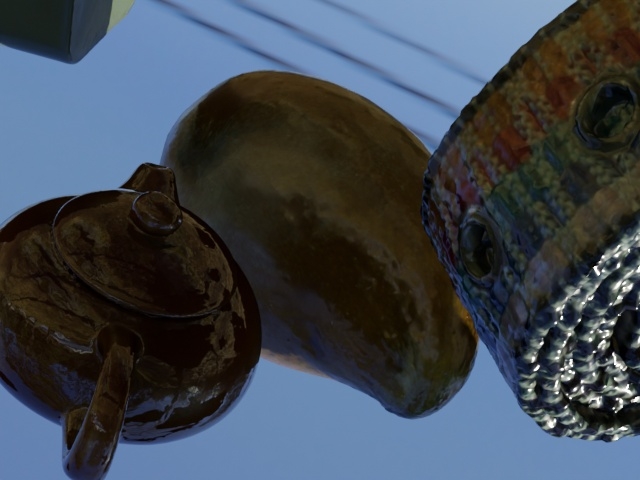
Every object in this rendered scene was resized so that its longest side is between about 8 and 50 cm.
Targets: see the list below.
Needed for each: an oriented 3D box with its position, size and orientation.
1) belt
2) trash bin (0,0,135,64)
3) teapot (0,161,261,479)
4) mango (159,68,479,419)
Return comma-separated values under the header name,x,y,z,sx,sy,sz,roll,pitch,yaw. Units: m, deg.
name,x,y,z,sx,sy,sz,roll,pitch,yaw
belt,0.187,-0.045,0.994,0.207,0.295,0.160,18,-146,-41
trash bin,-0.297,-0.283,1.415,0.343,0.223,0.158,17,-145,10
teapot,-0.115,0.040,1.142,0.178,0.135,0.252,15,-149,-8
mango,0.000,0.000,1.345,0.146,0.192,0.316,17,-160,-44
